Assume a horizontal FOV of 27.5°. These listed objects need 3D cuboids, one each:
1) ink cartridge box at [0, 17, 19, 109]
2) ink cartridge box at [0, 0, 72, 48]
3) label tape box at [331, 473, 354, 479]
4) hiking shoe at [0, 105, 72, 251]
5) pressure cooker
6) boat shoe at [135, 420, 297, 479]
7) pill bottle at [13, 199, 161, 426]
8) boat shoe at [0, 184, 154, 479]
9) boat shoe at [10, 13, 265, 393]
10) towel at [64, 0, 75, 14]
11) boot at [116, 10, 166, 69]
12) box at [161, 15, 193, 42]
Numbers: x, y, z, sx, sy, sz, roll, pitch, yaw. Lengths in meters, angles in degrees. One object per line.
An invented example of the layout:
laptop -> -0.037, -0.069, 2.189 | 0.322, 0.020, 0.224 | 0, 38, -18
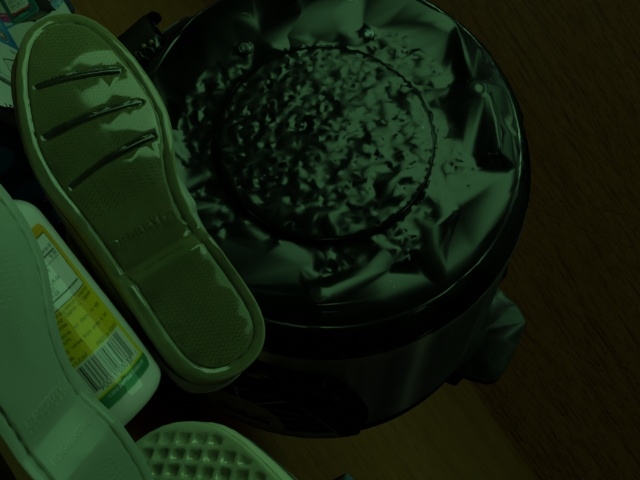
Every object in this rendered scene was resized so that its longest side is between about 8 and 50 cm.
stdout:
ink cartridge box -> -0.298, -0.116, 1.148 | 0.190, 0.082, 0.139 | 56, 9, 11
ink cartridge box -> -0.292, -0.202, 1.353 | 0.231, 0.078, 0.134 | 58, -13, 14
label tape box -> 0.058, 0.399, 1.091 | 0.240, 0.106, 0.333 | 51, 18, -30
hiking shoe -> -0.227, -0.005, 1.022 | 0.304, 0.113, 0.132 | 42, 16, -56
pressure cooker -> 0.004, -0.004, 1.267 | 0.420, 0.376, 0.370 | 95, -25, -68
boat shoe -> 0.009, 0.338, 0.827 | 0.500, 0.187, 0.156 | 53, -3, 22
pill bottle -> -0.215, 0.047, 0.899 | 0.208, 0.117, 0.117 | 54, 10, -14
boat shoe -> -0.205, 0.081, 0.789 | 0.114, 0.091, 0.302 | -37, 108, -57
boat shoe -> -0.149, -0.021, 0.981 | 0.302, 0.113, 0.103 | 64, -23, 8
towel -> -0.359, -0.316, 1.675 | 0.067, 0.029, 0.119 | 57, 10, 3
boot -> -0.232, -0.187, 1.545 | 0.077, 0.137, 0.198 | 46, 14, -46
box -> -0.164, -0.162, 1.710 | 0.203, 0.167, 0.168 | 56, 10, 0
